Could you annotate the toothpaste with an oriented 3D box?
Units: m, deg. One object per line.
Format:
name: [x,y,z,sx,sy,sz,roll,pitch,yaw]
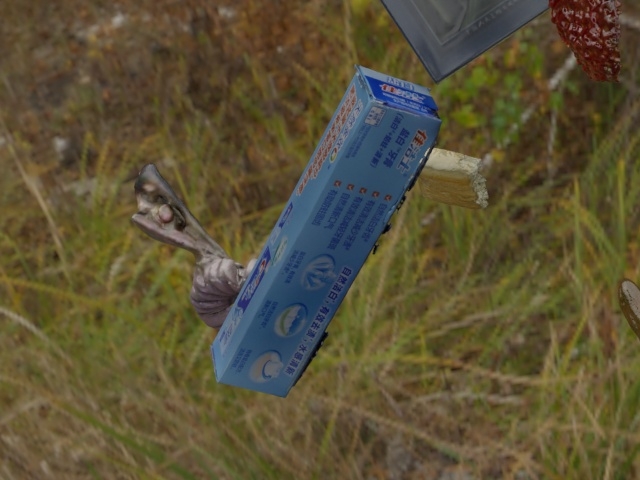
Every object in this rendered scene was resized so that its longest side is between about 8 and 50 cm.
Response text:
toothpaste: [0.000,0.000,1.034,0.066,0.272,0.053,16,32,-22]

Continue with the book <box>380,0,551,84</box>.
book: [0.134,-0.337,1.555,0.191,0.269,0.025,-33,5,15]

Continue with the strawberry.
strawberry: [0.262,-0.256,1.380,0.087,0.167,0.208,5,33,11]

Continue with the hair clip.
hair clip: [-0.120,0.034,1.677,0.173,0.300,0.069,-33,19,52]

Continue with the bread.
bread: [0.128,-0.062,1.370,0.070,0.083,0.035,13,72,21]

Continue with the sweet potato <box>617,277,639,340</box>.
sweet potato: [0.448,0.131,1.881,0.054,0.053,0.182,-31,61,29]
